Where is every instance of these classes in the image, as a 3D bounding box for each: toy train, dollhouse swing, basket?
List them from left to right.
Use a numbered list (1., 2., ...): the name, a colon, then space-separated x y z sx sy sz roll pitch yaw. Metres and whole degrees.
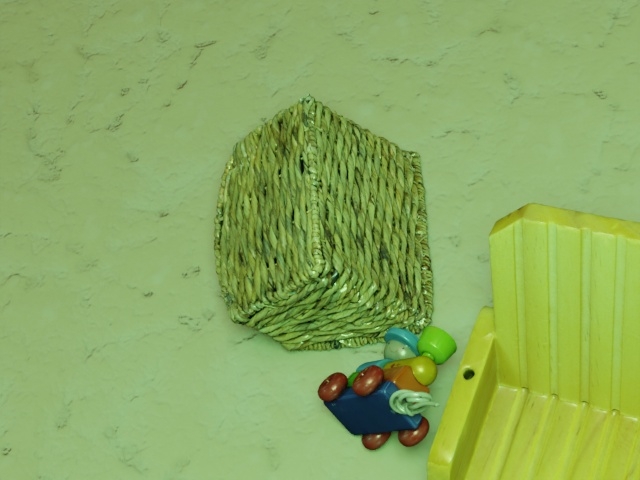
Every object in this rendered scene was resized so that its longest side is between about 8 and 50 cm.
1. basket: 0.000 0.000 1.710 0.213 0.223 0.299 -32 48 36
2. toy train: 0.114 0.159 1.510 0.143 0.105 0.248 -48 13 -28
3. dollhouse swing: 0.300 0.185 1.380 0.346 0.305 0.315 13 63 22
